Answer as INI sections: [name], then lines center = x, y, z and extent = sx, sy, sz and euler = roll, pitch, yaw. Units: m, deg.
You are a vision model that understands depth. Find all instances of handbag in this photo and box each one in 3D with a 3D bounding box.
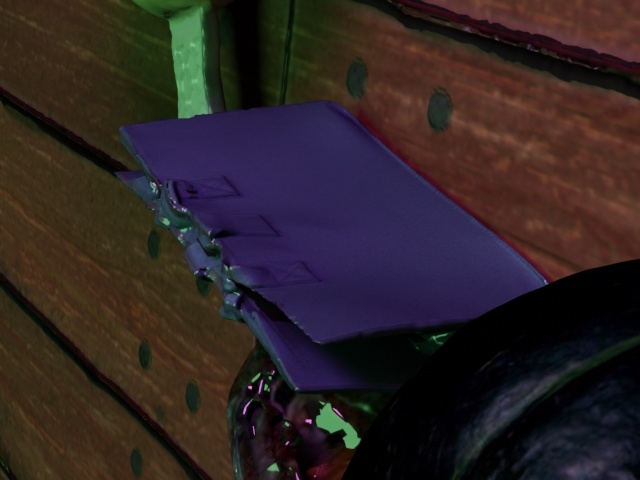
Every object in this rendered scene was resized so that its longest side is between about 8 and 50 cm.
[handbag]
center = 0.000, 0.000, 0.750
extent = 0.221, 0.144, 0.057
euler = 48, 130, 48

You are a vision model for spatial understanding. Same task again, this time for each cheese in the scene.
[cheese]
center = -0.072, -0.179, 0.940
extent = 0.163, 0.070, 0.249
euler = -45, 53, 53

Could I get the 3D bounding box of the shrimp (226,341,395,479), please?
[shrimp]
center = 0.036, 0.210, 0.737
extent = 0.172, 0.137, 0.372
euler = 64, -163, -66

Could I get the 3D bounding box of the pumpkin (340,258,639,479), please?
[pumpkin]
center = 0.124, 0.149, 0.462
extent = 0.315, 0.238, 0.315
euler = 180, 90, -79
